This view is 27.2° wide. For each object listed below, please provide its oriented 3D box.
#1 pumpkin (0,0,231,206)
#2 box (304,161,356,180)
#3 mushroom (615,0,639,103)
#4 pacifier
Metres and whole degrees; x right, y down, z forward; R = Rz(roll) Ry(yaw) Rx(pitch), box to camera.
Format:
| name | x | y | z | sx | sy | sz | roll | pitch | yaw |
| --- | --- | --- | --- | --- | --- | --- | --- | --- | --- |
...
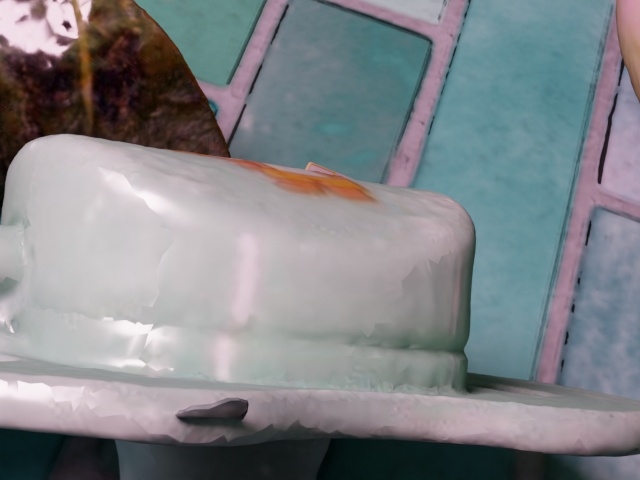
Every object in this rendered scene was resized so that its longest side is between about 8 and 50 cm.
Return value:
| name | x | y | z | sx | sy | sz | roll | pitch | yaw |
| --- | --- | --- | --- | --- | --- | --- | --- | --- | --- |
| pumpkin | -0.189 | -0.076 | 0.625 | 0.278 | 0.111 | 0.163 | 37 | 61 | 11 |
| box | 0.000 | 0.000 | 0.672 | 0.046 | 0.012 | 0.083 | 22 | 56 | 4 |
| mushroom | 0.232 | -0.103 | 0.741 | 0.236 | 0.173 | 0.162 | 29 | 1 | -37 |
| pacifier | -0.049 | 0.101 | 0.496 | 0.343 | 0.288 | 0.269 | 10 | 87 | -30 |
